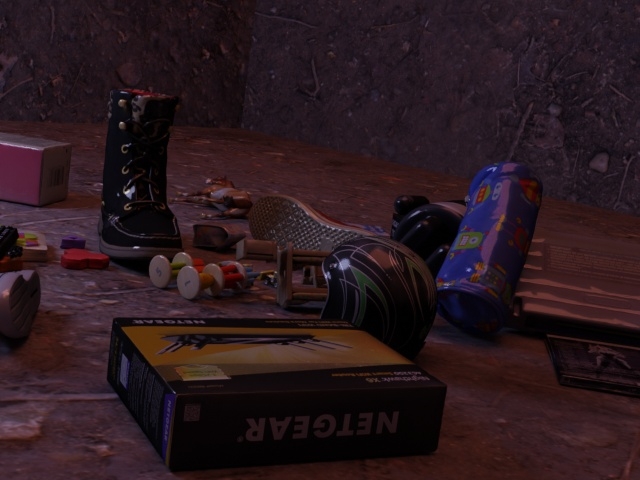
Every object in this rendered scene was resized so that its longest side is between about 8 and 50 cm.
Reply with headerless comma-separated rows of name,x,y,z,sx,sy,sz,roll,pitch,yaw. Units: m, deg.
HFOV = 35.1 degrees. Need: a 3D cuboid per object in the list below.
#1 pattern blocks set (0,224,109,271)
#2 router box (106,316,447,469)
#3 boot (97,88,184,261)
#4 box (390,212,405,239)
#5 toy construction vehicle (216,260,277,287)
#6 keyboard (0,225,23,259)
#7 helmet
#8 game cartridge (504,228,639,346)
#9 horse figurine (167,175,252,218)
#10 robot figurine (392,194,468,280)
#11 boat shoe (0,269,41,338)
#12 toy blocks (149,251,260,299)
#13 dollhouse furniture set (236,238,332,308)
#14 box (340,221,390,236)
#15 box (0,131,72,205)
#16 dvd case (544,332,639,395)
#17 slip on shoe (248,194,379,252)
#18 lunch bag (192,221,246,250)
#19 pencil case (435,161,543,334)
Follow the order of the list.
pattern blocks set,-0.546,0.004,1.692,0.324,0.026,0.285,0,13,-33
router box,-0.055,0.157,1.116,0.308,0.081,0.243,2,13,-27
boot,-0.318,-0.121,1.811,0.138,0.284,0.377,4,11,-18
box,0.325,0.011,2.182,0.295,0.073,0.293,5,10,-10
toy construction vehicle,-0.118,0.054,1.720,0.098,0.035,0.085,17,14,40
keyboard,-0.518,0.008,1.590,0.108,0.023,0.180,8,17,-6
helmet,0.081,0.076,1.418,0.169,0.162,0.169,8,11,-1
game cartridge,0.472,0.083,1.695,0.354,0.068,0.230,9,35,6
horse figurine,-0.233,-0.095,2.335,0.174,0.066,0.263,-7,15,-33
robot figurine,0.233,0.015,1.829,0.173,0.209,0.278,-4,3,29
boat shoe,-0.411,0.083,1.295,0.075,0.083,0.226,-5,1,-7
toy blocks,-0.182,0.053,1.632,0.123,0.054,0.148,18,14,39
dollhouse furniture set,-0.059,0.065,1.641,0.181,0.101,0.161,4,-10,-19
box,0.050,-0.012,2.162,0.178,0.043,0.109,6,12,-10
box,-0.675,-0.160,2.176,0.232,0.127,0.148,9,11,9
dvd case,0.424,0.184,1.492,0.164,0.018,0.221,8,12,5
slip on shoe,0.000,0.000,1.908,0.331,0.123,0.101,19,2,31
lunch bag,-0.195,-0.009,1.948,0.083,0.053,0.071,2,6,22
pencil case,0.268,0.007,1.636,0.133,0.119,0.306,-4,45,33
